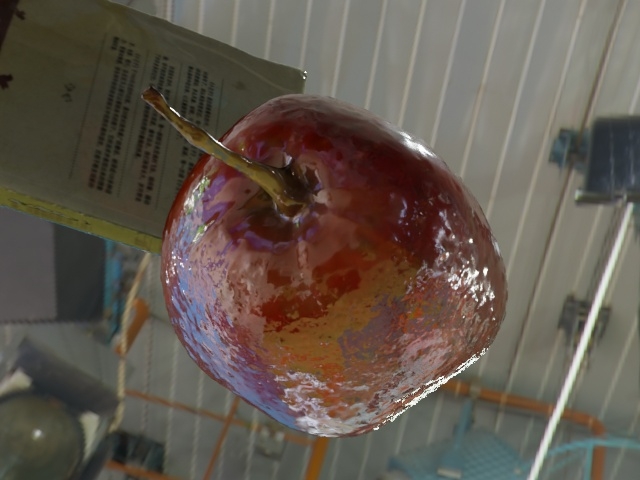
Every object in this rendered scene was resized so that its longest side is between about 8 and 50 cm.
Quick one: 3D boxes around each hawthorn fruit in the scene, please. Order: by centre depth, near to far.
[{"bbox_3d":[0.000,0.000,0.555,0.163,0.162,0.203,9,-16,10],"label":"hawthorn fruit"}]

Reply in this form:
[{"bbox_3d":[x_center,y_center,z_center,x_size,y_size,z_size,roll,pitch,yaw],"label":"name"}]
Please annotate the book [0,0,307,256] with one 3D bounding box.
[{"bbox_3d":[-0.144,-0.085,0.793,0.289,0.201,0.026,20,-47,-16],"label":"book"}]
